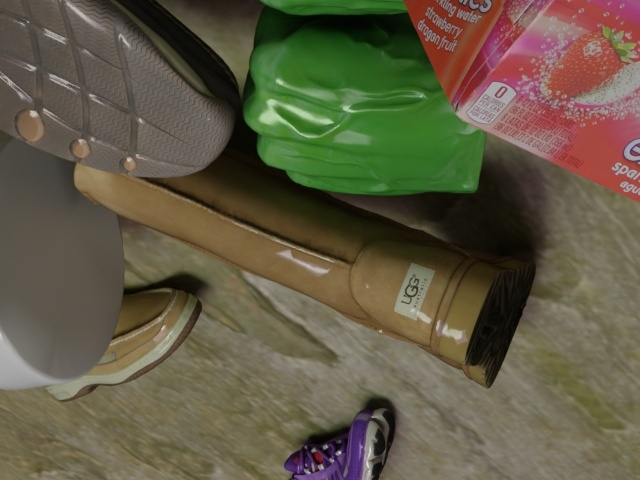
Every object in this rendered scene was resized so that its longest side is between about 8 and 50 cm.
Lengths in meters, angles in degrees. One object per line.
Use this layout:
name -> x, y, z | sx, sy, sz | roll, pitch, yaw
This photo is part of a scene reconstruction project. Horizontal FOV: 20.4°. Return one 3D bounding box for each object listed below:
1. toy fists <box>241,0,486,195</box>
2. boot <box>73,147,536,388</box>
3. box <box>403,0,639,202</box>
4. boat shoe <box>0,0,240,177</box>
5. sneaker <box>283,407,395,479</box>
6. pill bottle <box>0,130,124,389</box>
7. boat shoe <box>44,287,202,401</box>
toy fists -> 0.027, -0.133, 0.999 | 0.142, 0.096, 0.279 | 2, 141, -1
boot -> 0.000, 0.000, 1.174 | 0.270, 0.089, 0.236 | 23, 175, 15
box -> 0.179, -0.097, 0.891 | 0.257, 0.128, 0.122 | 22, 122, -31
boat shoe -> -0.187, -0.172, 0.991 | 0.355, 0.130, 0.132 | 35, 140, -14
sneaker -> 0.009, 0.184, 1.428 | 0.071, 0.068, 0.170 | 25, 143, -3
pill bottle -> -0.332, 0.024, 1.225 | 0.363, 0.210, 0.210 | -7, 137, 25
boat shoe -> -0.169, 0.070, 1.348 | 0.072, 0.068, 0.190 | 46, 134, -18
